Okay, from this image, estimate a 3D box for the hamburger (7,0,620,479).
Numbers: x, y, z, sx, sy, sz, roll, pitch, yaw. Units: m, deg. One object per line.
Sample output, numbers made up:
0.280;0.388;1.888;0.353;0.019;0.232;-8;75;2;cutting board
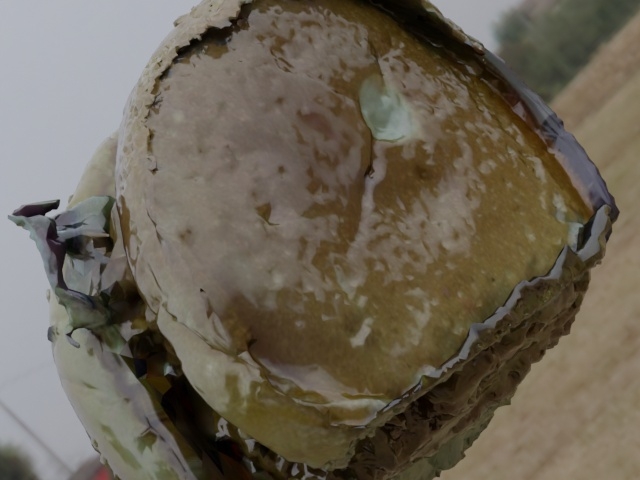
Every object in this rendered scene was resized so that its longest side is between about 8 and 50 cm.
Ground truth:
0.000;0.000;0.797;0.318;0.277;0.195;-28;-19;-38;hamburger
